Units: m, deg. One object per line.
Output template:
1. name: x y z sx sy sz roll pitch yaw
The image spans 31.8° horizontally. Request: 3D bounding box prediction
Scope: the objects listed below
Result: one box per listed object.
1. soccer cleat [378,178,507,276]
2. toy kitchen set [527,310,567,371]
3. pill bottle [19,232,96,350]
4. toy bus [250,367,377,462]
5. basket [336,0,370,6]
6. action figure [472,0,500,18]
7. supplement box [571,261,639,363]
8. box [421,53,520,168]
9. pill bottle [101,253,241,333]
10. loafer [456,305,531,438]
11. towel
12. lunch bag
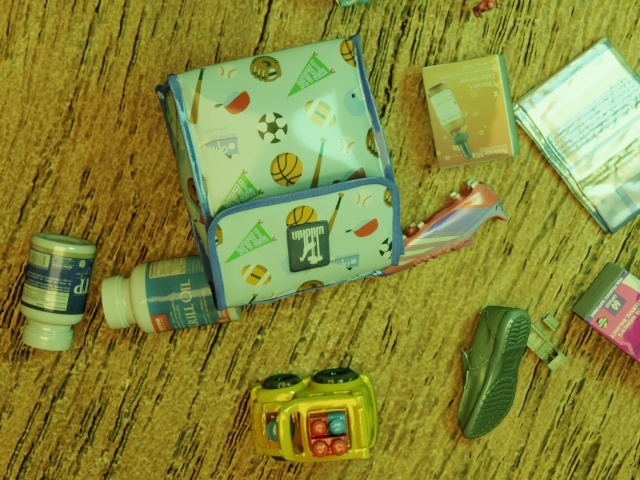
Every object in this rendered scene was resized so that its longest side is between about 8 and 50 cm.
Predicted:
1. soccer cleat: 0.201 -0.004 1.913 0.248 0.083 0.095 -38 98 3
2. toy kitchen set: 0.386 0.164 1.921 0.083 0.075 0.068 44 95 -6
3. pill bottle: -0.456 0.088 1.929 0.112 0.112 0.187 12 96 1
4. toy bus: -0.016 0.313 1.886 0.220 0.211 0.149 -5 97 4
5. basket: 0.116 -0.527 1.786 0.289 0.201 0.255 -25 96 36
6. action figure: 0.274 -0.385 1.851 0.038 0.115 0.030 -30 94 6
7. supplement box: 0.553 0.149 1.896 0.220 0.114 0.111 36 95 -3
8. box: 0.252 -0.215 1.868 0.130 0.091 0.170 -10 95 17
9. pill bottle: -0.253 0.093 1.916 0.221 0.124 0.124 -9 95 4
10. loafer: 0.288 0.223 1.936 0.094 0.087 0.251 5 108 -42
11. towel: 0.482 -0.177 1.905 0.209 0.034 0.285 -39 93 6
12. lunch bag: -0.059 -0.104 1.800 0.328 0.239 0.385 -13 94 -11
